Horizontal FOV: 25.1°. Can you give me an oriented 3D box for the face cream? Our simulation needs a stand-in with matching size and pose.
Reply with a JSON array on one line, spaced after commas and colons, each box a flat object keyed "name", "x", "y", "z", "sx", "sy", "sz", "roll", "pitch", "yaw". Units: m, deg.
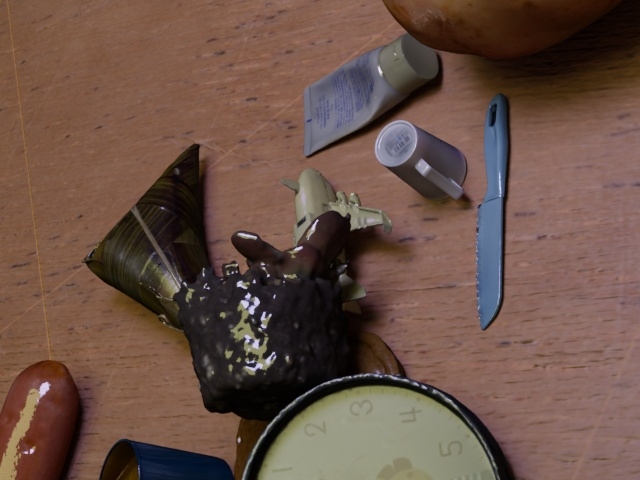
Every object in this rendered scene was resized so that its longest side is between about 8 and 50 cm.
[{"name": "face cream", "x": 0.055, "y": -0.202, "z": 1.938, "sx": 0.224, "sy": 0.070, "sz": 0.114, "roll": -29, "pitch": 50, "yaw": 41}]

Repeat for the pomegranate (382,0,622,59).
[{"name": "pomegranate", "x": 0.212, "y": -0.411, "z": 1.675, "sx": 0.412, "sy": 0.411, "sz": 0.411, "roll": -19, "pitch": 56, "yaw": 31}]

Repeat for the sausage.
[{"name": "sausage", "x": -0.409, "y": 0.294, "z": 2.009, "sx": 0.114, "sy": 0.113, "sz": 0.259, "roll": 5, "pitch": 72, "yaw": 41}]

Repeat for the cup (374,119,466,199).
[{"name": "cup", "x": 0.131, "y": -0.092, "z": 1.772, "sx": 0.074, "sy": 0.116, "sz": 0.104, "roll": -47, "pitch": 53, "yaw": 11}]

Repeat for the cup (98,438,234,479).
[{"name": "cup", "x": -0.186, "y": 0.325, "z": 1.769, "sx": 0.113, "sy": 0.138, "sz": 0.150, "roll": -52, "pitch": 38, "yaw": 33}]

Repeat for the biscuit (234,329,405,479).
[{"name": "biscuit", "x": -0.002, "y": 0.244, "z": 1.744, "sx": 0.257, "sy": 0.049, "sz": 0.272, "roll": -14, "pitch": 57, "yaw": 34}]

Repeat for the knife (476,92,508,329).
[{"name": "knife", "x": 0.207, "y": -0.040, "z": 1.747, "sx": 0.044, "sy": 0.019, "sz": 0.313, "roll": -19, "pitch": 57, "yaw": 41}]

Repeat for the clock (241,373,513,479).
[{"name": "clock", "x": 0.059, "y": 0.295, "z": 1.573, "sx": 0.313, "sy": 0.061, "sz": 0.312, "roll": -4, "pitch": 74, "yaw": 14}]

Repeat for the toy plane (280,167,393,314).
[{"name": "toy plane", "x": 0.000, "y": 0.000, "z": 1.845, "sx": 0.229, "sy": 0.092, "sz": 0.244, "roll": -41, "pitch": 49, "yaw": 34}]

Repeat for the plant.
[{"name": "plant", "x": -0.064, "y": 0.095, "z": 1.716, "sx": 0.204, "sy": 0.178, "sz": 0.233, "roll": -22, "pitch": 65, "yaw": 39}]

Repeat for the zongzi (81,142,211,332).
[{"name": "zongzi", "x": -0.176, "y": -0.004, "z": 1.986, "sx": 0.248, "sy": 0.111, "sz": 0.241, "roll": 31, "pitch": 82, "yaw": 39}]
